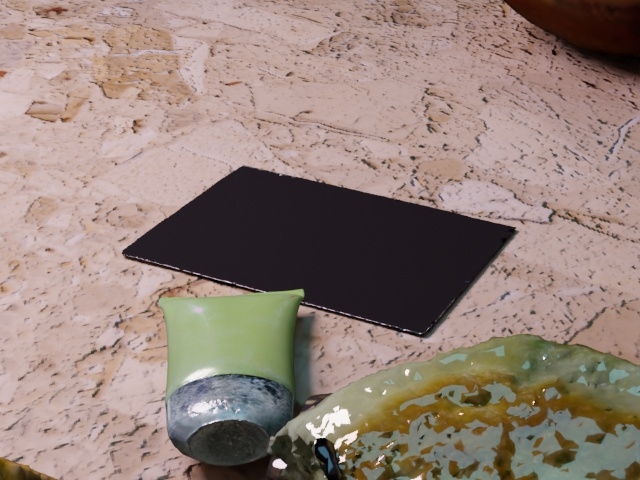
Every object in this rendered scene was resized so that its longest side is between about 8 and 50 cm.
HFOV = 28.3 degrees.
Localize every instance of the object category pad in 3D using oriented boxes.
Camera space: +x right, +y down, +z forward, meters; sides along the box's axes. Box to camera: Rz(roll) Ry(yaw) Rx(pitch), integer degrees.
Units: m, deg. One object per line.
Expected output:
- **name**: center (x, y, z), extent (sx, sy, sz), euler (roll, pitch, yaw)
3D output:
- **pad**: center (0.000, 0.000, 0.914), extent (0.243, 0.004, 0.164), euler (14, 33, 27)

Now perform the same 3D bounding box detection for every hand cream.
- **hand cream**: center (-0.053, 0.073, 0.750), extent (0.095, 0.045, 0.175), euler (-5, 23, -2)

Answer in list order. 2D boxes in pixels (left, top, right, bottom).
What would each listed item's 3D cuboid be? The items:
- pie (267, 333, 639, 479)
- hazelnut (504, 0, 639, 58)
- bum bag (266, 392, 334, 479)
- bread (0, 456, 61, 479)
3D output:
- **pie**: center (0.089, 0.164, 0.481), extent (0.303, 0.066, 0.302), euler (-1, 50, 1)
- **hazelnut**: center (0.325, -0.335, 1.155), extent (0.421, 0.421, 0.352), euler (-5, 68, -4)
- **bum bag**: center (0.077, 0.139, 0.593), extent (0.102, 0.069, 0.248), euler (-9, 27, -44)
- **bread**: center (-0.206, 0.137, 0.628), extent (0.147, 0.127, 0.152), euler (12, -1, 28)
